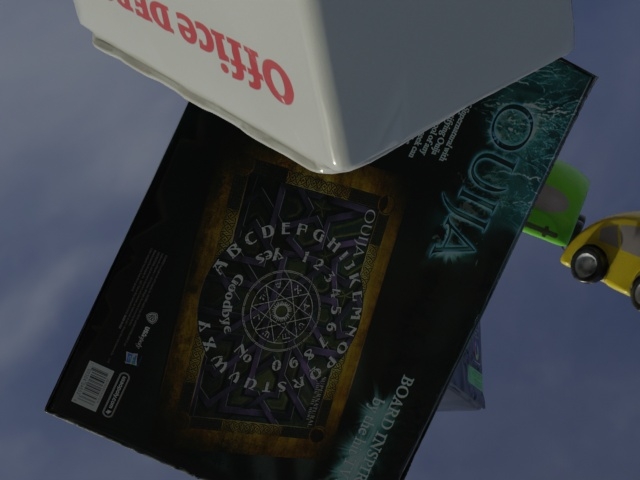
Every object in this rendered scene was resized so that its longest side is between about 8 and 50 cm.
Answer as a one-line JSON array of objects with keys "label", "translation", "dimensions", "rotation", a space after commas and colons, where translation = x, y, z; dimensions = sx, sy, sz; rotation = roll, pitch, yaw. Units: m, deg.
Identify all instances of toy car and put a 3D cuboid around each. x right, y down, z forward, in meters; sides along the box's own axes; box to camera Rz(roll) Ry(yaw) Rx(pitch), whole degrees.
[{"label": "toy car", "translation": [0.135, -0.023, 0.994], "dimensions": [0.239, 0.225, 0.053], "rotation": [22, -80, 5]}]

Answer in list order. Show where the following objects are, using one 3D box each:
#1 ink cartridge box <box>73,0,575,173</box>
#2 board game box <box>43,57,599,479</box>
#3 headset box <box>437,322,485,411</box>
[{"label": "ink cartridge box", "translation": [-0.018, -0.120, 0.357], "dimensions": [0.072, 0.175, 0.127], "rotation": [-29, -143, -24]}, {"label": "board game box", "translation": [0.000, 0.000, 0.563], "dimensions": [0.126, 0.026, 0.186], "rotation": [25, -87, -6]}, {"label": "headset box", "translation": [0.034, -0.007, 1.187], "dimensions": [0.131, 0.246, 0.283], "rotation": [-4, -105, 15]}]
